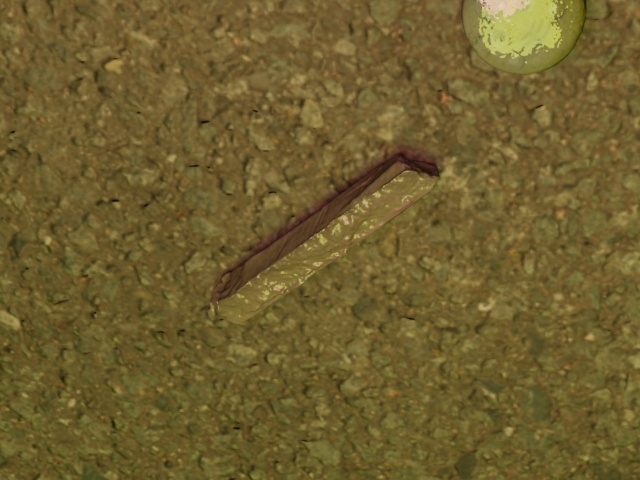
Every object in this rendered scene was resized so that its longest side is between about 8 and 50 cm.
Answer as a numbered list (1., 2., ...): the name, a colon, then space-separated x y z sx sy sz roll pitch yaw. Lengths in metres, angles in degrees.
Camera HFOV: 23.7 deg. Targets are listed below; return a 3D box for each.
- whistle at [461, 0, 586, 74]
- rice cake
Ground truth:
1. whistle: 0.133 -0.220 1.278 0.198 0.057 0.104 36 109 -5
2. rice cake: -0.001 0.000 1.427 0.270 0.055 0.049 -36 120 25
